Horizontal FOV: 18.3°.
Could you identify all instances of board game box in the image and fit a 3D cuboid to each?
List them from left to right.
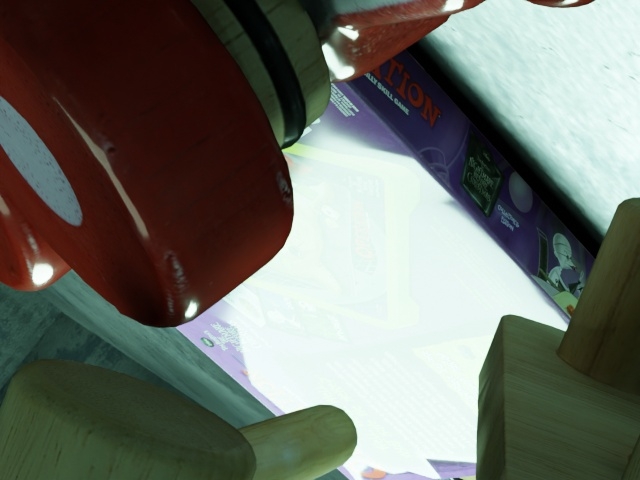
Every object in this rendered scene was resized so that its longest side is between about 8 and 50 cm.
[{"bbox_3d":[0.000,0.000,0.907,0.208,0.056,0.347,-16,134,36],"label":"board game box"}]

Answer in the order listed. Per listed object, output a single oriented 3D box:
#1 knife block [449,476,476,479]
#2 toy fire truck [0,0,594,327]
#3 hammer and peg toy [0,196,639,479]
[{"bbox_3d":[0.084,0.078,1.111,0.242,0.088,0.275,31,168,26],"label":"knife block"},{"bbox_3d":[-0.064,-0.131,0.491,0.254,0.169,0.302,56,162,-15],"label":"toy fire truck"},{"bbox_3d":[0.110,0.073,0.495,0.361,0.127,0.266,20,-169,2],"label":"hammer and peg toy"}]
